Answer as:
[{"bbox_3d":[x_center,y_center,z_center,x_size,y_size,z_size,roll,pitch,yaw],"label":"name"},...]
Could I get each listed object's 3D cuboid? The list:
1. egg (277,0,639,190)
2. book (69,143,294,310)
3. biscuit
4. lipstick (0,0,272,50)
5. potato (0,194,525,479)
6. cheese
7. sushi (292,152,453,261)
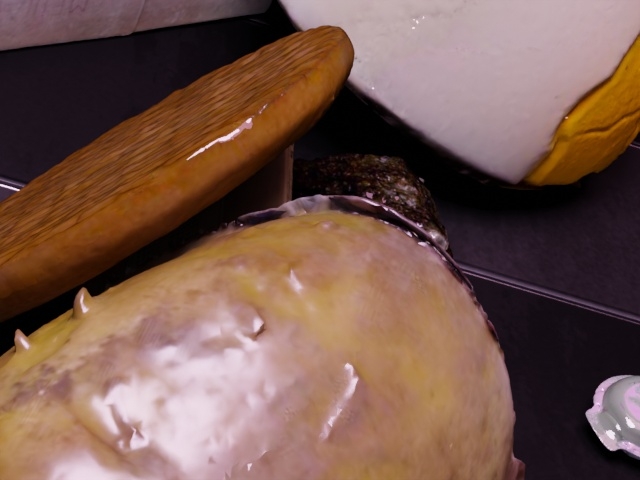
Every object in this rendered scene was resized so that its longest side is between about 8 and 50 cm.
[{"bbox_3d":[0.133,-0.203,1.063,0.337,0.201,0.337,32,30,-21],"label":"egg"},{"bbox_3d":[-0.075,-0.013,0.849,0.016,0.138,0.198,54,23,-34],"label":"book"},{"bbox_3d":[-0.094,-0.029,0.775,0.037,0.262,0.262,58,37,-14],"label":"biscuit"},{"bbox_3d":[-0.185,-0.179,1.004,0.371,0.076,0.080,-15,53,-40],"label":"lipstick"},{"bbox_3d":[-0.062,0.123,0.631,0.229,0.229,0.266,31,38,6],"label":"potato"},{"bbox_3d":[0.212,0.106,0.942,0.121,0.026,0.067,-7,49,-35],"label":"cheese"},{"bbox_3d":[0.000,0.000,0.890,0.150,0.090,0.078,1,48,-17],"label":"sushi"}]
